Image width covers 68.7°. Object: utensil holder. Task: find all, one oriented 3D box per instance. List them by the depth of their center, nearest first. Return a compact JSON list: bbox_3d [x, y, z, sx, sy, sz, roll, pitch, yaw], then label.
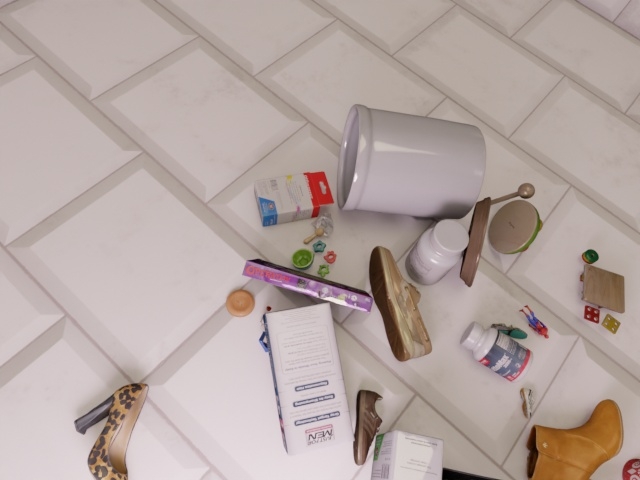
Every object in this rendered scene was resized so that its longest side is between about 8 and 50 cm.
[{"bbox_3d":[0.269,-0.237,1.466,0.386,0.327,0.327,5,63,-7],"label":"utensil holder"}]

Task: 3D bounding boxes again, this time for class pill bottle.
[{"bbox_3d":[0.501,0.315,1.344,0.180,0.108,0.108,32,64,9],"label":"pill bottle"},{"bbox_3d":[0.346,0.035,1.392,0.131,0.229,0.131,3,64,-7],"label":"pill bottle"}]

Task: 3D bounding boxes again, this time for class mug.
[{"bbox_3d":[0.885,0.639,1.205,0.113,0.169,0.150,32,63,7],"label":"mug"}]

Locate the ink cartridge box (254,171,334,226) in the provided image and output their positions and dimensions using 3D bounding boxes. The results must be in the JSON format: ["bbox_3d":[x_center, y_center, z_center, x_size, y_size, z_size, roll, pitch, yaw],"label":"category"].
[{"bbox_3d":[-0.086,-0.136,1.499,0.231,0.078,0.134,-10,66,-13],"label":"ink cartridge box"}]

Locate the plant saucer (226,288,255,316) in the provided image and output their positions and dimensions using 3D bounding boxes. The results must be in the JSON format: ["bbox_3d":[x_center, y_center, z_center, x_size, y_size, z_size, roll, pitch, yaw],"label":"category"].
[{"bbox_3d":[-0.232,0.180,1.357,0.084,0.013,0.083,3,63,-6],"label":"plant saucer"}]

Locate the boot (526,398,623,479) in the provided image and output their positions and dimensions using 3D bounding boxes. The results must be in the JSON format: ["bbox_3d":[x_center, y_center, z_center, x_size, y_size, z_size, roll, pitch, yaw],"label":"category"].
[{"bbox_3d":[0.679,0.535,1.264,0.211,0.104,0.295,24,67,4],"label":"boot"}]

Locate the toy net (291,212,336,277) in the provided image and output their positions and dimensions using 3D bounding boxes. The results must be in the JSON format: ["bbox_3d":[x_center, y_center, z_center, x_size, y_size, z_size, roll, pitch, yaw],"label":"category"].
[{"bbox_3d":[0.000,0.000,1.444,0.122,0.045,0.232,9,59,20],"label":"toy net"}]

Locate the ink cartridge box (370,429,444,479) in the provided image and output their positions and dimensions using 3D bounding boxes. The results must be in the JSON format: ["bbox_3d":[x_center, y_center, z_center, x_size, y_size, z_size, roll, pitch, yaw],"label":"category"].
[{"bbox_3d":[0.189,0.612,1.095,0.122,0.211,0.289,13,64,-2],"label":"ink cartridge box"}]

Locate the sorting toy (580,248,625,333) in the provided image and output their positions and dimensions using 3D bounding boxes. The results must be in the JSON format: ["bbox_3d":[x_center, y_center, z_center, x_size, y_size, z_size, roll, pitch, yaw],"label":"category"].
[{"bbox_3d":[0.903,0.168,1.510,0.132,0.046,0.274,18,62,1],"label":"sorting toy"}]

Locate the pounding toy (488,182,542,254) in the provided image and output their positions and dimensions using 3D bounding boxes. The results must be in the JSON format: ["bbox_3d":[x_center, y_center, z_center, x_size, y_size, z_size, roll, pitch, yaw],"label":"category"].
[{"bbox_3d":[0.657,-0.051,1.536,0.110,0.183,0.236,22,56,-26],"label":"pounding toy"}]

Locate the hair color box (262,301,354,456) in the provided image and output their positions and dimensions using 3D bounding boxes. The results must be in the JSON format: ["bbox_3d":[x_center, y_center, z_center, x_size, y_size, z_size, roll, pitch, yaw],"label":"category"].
[{"bbox_3d":[-0.036,0.346,1.204,0.174,0.105,0.347,-8,80,-13],"label":"hair color box"}]

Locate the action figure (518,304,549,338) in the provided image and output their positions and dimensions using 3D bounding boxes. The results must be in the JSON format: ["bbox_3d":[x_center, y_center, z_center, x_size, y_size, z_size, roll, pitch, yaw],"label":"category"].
[{"bbox_3d":[0.663,0.254,1.443,0.038,0.030,0.115,-34,78,-16],"label":"action figure"}]

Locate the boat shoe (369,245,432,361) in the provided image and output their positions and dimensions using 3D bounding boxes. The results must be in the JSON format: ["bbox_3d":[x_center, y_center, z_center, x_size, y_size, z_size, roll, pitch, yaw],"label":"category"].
[{"bbox_3d":[0.232,0.176,1.376,0.110,0.121,0.341,-9,76,-18],"label":"boat shoe"}]

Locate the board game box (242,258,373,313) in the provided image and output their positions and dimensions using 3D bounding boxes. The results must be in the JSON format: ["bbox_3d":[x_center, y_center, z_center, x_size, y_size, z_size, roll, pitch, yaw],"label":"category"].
[{"bbox_3d":[-0.032,0.121,1.309,0.347,0.208,0.056,17,93,0],"label":"board game box"}]

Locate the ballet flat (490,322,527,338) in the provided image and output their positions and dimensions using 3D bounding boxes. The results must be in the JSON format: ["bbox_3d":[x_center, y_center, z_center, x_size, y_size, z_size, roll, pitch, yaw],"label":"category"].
[{"bbox_3d":[0.570,0.270,1.417,0.114,0.041,0.041,9,63,-5],"label":"ballet flat"}]

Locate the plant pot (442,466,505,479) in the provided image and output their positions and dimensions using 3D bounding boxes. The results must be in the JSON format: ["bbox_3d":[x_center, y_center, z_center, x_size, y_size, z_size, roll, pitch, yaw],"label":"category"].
[{"bbox_3d":[0.333,0.660,1.113,0.188,0.167,0.188,14,62,-4],"label":"plant pot"}]

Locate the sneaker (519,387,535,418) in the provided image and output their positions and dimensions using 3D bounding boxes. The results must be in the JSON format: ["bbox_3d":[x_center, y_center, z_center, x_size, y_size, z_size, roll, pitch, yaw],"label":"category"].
[{"bbox_3d":[0.593,0.461,1.328,0.037,0.032,0.083,6,64,-5],"label":"sneaker"}]

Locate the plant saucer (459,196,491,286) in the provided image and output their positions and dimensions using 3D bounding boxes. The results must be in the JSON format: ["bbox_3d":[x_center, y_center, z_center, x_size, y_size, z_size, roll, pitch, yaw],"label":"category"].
[{"bbox_3d":[0.462,0.003,1.408,0.041,0.278,0.277,13,62,16],"label":"plant saucer"}]

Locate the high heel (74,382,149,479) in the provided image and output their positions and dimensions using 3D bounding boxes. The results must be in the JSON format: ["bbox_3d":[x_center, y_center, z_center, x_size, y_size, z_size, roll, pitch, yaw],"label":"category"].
[{"bbox_3d":[-0.459,0.481,1.125,0.186,0.093,0.261,-33,64,-15],"label":"high heel"}]

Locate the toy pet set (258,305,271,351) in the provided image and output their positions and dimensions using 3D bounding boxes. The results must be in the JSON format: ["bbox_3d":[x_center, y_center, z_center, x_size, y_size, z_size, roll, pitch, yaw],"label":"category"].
[{"bbox_3d":[-0.120,0.261,1.321,0.122,0.065,0.114,24,28,1],"label":"toy pet set"}]

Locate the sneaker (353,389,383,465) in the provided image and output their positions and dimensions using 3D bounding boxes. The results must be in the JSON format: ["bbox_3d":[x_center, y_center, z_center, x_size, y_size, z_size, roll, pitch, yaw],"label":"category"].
[{"bbox_3d":[0.128,0.489,1.226,0.071,0.066,0.188,9,63,-5],"label":"sneaker"}]
